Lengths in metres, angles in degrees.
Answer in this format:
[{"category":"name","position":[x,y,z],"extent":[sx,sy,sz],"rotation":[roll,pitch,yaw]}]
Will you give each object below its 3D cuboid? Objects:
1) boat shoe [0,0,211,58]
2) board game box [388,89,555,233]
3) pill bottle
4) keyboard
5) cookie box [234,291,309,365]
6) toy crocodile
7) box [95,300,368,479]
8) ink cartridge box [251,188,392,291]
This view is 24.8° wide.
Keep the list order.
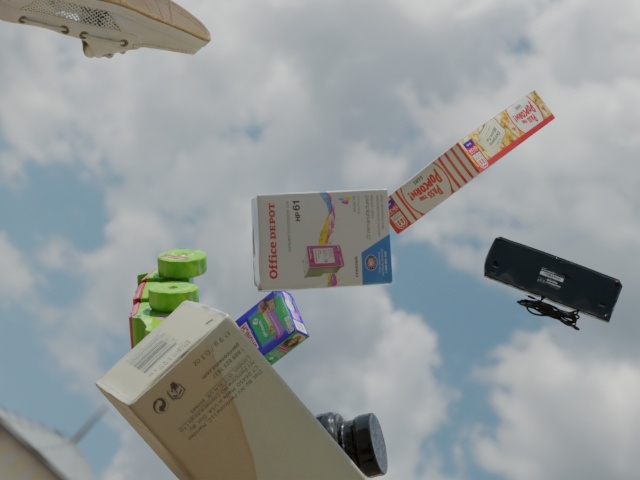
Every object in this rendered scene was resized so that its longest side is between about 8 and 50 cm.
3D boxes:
[{"category":"boat shoe","position":[-0.277,-0.277,1.842],"extent":[0.277,0.096,0.098],"rotation":[16,25,-24]},{"category":"board game box","position":[0.170,-0.093,1.688],"extent":[0.045,0.193,0.147],"rotation":[54,-48,2]},{"category":"pill bottle","position":[-0.018,0.321,2.143],"extent":[0.219,0.123,0.123],"rotation":[-14,-49,13]},{"category":"keyboard","position":[0.317,0.069,2.033],"extent":[0.192,0.100,0.038],"rotation":[21,-31,12]},{"category":"cookie box","position":[-0.081,0.142,2.267],"extent":[0.040,0.107,0.092],"rotation":[30,27,-47]},{"category":"toy crocodile","position":[-0.203,0.094,1.893],"extent":[0.105,0.340,0.115],"rotation":[-2,-73,0]},{"category":"box","position":[-0.053,0.213,1.348],"extent":[0.311,0.121,0.148],"rotation":[51,-15,-15]},{"category":"ink cartridge box","position":[0.000,0.000,1.329],"extent":[0.052,0.122,0.088],"rotation":[165,-79,-83]}]
